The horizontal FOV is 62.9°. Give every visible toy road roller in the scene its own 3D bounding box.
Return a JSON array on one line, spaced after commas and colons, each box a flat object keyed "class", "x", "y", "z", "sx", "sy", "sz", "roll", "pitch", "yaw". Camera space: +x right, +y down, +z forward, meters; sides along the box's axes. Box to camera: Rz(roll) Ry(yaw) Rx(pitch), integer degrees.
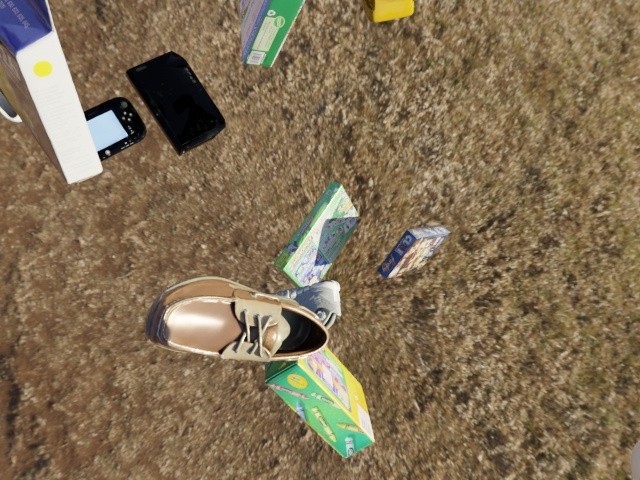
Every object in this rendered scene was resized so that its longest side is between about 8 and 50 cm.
[{"class": "toy road roller", "x": 0.176, "y": -0.789, "z": 1.513, "sx": 0.202, "sy": 0.240, "sz": 0.329, "roll": -13, "pitch": 47, "yaw": -8}]

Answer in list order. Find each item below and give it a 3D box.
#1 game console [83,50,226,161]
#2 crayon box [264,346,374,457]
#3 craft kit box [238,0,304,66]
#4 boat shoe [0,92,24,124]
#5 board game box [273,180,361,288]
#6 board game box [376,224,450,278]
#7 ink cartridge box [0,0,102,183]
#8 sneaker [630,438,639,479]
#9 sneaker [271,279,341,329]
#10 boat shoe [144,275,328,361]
[{"class": "game console", "x": -0.402, "y": -0.250, "z": 1.129, "sx": 0.361, "sy": 0.044, "sz": 0.213, "roll": -35, "pitch": 93, "yaw": -22}, {"class": "crayon box", "x": -0.004, "y": 0.301, "z": 1.094, "sx": 0.081, "sy": 0.165, "sz": 0.278, "roll": -33, "pitch": 116, "yaw": 11}, {"class": "craft kit box", "x": -0.071, "y": -0.440, "z": 0.787, "sx": 0.061, "sy": 0.250, "sz": 0.246, "roll": -2, "pitch": 73, "yaw": -25}, {"class": "boat shoe", "x": -0.698, "y": -0.362, "z": 1.078, "sx": 0.098, "sy": 0.096, "sz": 0.277, "roll": -39, "pitch": 103, "yaw": 4}, {"class": "board game box", "x": 0.000, "y": 0.000, "z": 1.643, "sx": 0.046, "sy": 0.213, "sz": 0.317, "roll": 26, "pitch": 74, "yaw": 33}, {"class": "board game box", "x": 0.292, "y": 0.032, "z": 1.620, "sx": 0.042, "sy": 0.243, "sz": 0.165, "roll": 45, "pitch": 119, "yaw": 24}, {"class": "ink cartridge box", "x": -0.428, "y": -0.279, "z": 0.724, "sx": 0.072, "sy": 0.307, "sz": 0.303, "roll": -31, "pitch": 62, "yaw": -24}, {"class": "sneaker", "x": 0.245, "y": 0.281, "z": 0.407, "sx": 0.161, "sy": 0.102, "sz": 0.282, "roll": 0, "pitch": 44, "yaw": 14}, {"class": "sneaker", "x": -0.050, "y": 0.189, "z": 1.340, "sx": 0.229, "sy": 0.086, "sz": 0.132, "roll": -18, "pitch": 71, "yaw": 24}, {"class": "boat shoe", "x": -0.108, "y": 0.128, "z": 0.805, "sx": 0.116, "sy": 0.324, "sz": 0.123, "roll": 13, "pitch": 92, "yaw": 41}]
